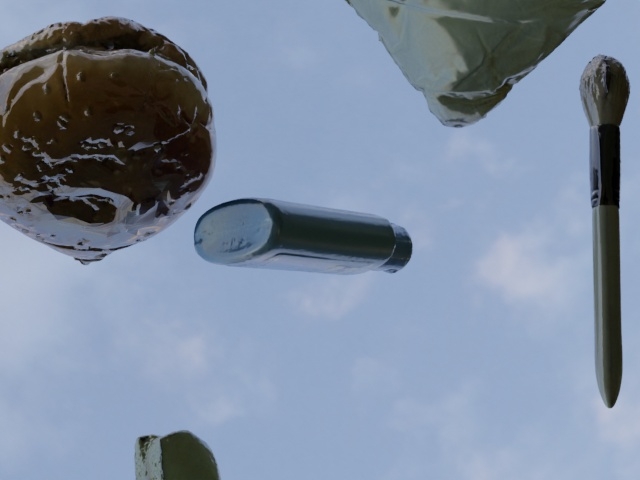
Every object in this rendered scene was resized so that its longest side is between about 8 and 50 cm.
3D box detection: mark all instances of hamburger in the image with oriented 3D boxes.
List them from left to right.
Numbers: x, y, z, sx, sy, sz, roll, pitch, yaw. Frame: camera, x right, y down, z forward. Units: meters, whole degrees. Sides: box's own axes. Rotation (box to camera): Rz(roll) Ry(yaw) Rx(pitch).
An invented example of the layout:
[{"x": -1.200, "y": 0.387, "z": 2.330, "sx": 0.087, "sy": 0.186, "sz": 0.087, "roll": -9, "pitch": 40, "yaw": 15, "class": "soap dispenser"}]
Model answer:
[{"x": -0.221, "y": -0.092, "z": 1.276, "sx": 0.243, "sy": 0.286, "sz": 0.146, "roll": -2, "pitch": -122, "yaw": -22, "class": "hamburger"}, {"x": -0.132, "y": 0.247, "z": 1.320, "sx": 0.084, "sy": 0.054, "sz": 0.121, "roll": 11, "pitch": -120, "yaw": -37, "class": "hamburger"}]

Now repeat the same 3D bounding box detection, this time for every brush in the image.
[{"x": 0.228, "y": -0.014, "z": 1.071, "sx": 0.039, "sy": 0.042, "sz": 0.299, "roll": 21, "pitch": -118, "yaw": -38, "class": "brush"}]

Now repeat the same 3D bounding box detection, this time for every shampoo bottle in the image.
[{"x": 0.000, "y": 0.000, "z": 1.304, "sx": 0.258, "sy": 0.103, "sz": 0.061, "roll": 6, "pitch": -103, "yaw": -52, "class": "shampoo bottle"}]

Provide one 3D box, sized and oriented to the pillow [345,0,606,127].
[{"x": 0.064, "y": -0.233, "z": 0.570, "sx": 0.281, "sy": 0.274, "sz": 0.076, "roll": 49, "pitch": -149, "yaw": 1, "class": "pillow"}]
